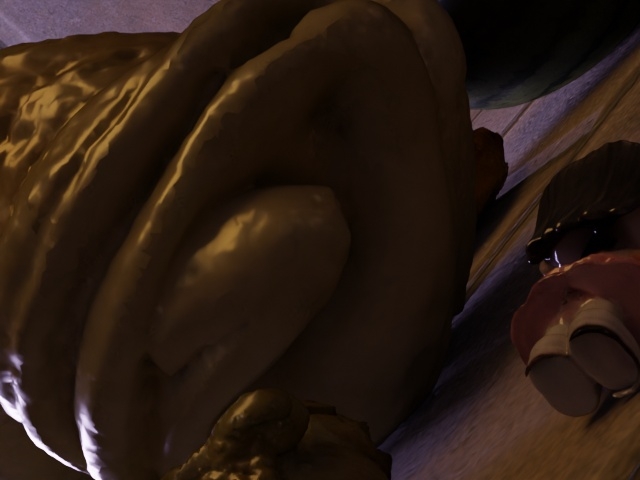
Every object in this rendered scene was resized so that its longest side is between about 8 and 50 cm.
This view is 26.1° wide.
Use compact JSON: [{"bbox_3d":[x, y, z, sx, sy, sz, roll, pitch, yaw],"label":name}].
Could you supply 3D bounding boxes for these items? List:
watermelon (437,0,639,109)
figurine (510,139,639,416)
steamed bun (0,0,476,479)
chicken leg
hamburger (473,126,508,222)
[{"bbox_3d":[0.167,-0.270,1.181,0.279,0.279,0.359,-50,5,-40],"label":"watermelon"},{"bbox_3d":[0.104,0.005,0.495,0.072,0.054,0.129,-41,8,35],"label":"figurine"},{"bbox_3d":[-0.068,0.028,0.759,0.372,0.230,0.325,-22,-29,19],"label":"steamed bun"},{"bbox_3d":[-0.035,0.109,0.496,0.103,0.088,0.227,-35,-15,23],"label":"chicken leg"},{"bbox_3d":[0.000,0.000,1.095,0.314,0.170,0.290,-49,-4,6],"label":"hamburger"}]
